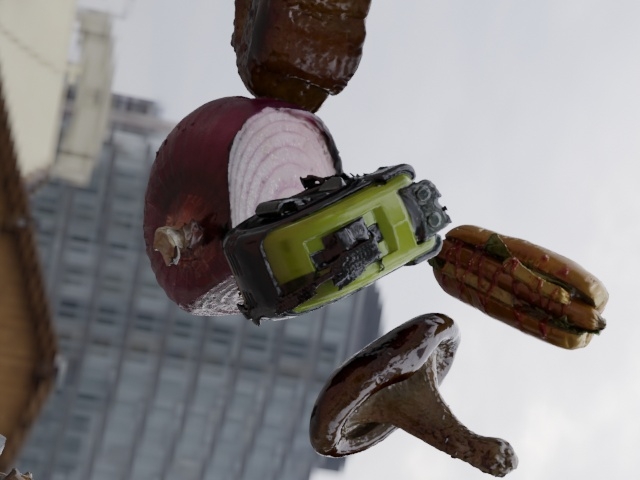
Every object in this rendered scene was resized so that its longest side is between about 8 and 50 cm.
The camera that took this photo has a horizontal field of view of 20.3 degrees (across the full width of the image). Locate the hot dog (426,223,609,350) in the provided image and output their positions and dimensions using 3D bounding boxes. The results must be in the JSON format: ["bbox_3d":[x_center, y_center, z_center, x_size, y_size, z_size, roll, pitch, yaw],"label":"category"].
[{"bbox_3d":[0.229,0.051,2.061,0.250,0.076,0.104,29,-80,41],"label":"hot dog"}]

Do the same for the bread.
[{"bbox_3d":[-0.020,-0.278,2.113,0.232,0.135,0.246,-106,-151,-53],"label":"bread"}]

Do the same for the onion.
[{"bbox_3d":[-0.105,-0.040,2.097,0.230,0.272,0.256,-5,-114,49],"label":"onion"}]

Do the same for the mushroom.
[{"bbox_3d":[0.120,0.205,2.011,0.217,0.227,0.148,43,-19,31],"label":"mushroom"}]

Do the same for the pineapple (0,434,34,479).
[{"bbox_3d":[-0.289,0.173,1.302,0.165,0.364,0.165,-31,-163,11],"label":"pineapple"}]

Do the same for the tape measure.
[{"bbox_3d":[0.000,0.000,1.699,0.199,0.186,0.112,-10,-72,61],"label":"tape measure"}]
